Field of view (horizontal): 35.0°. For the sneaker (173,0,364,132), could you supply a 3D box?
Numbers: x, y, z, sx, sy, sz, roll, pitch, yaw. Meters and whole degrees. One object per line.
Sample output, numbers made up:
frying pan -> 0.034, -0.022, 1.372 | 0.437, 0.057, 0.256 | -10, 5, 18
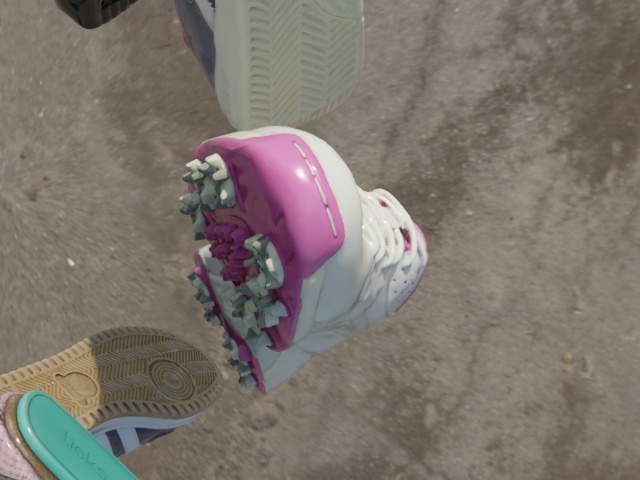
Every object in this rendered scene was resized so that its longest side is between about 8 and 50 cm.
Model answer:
sneaker -> -0.035, -0.207, 0.568 | 0.131, 0.350, 0.148 | -24, 67, -25

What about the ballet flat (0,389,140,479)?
ballet flat -> -0.081, 0.158, 0.464 | 0.221, 0.077, 0.079 | 42, 103, -16

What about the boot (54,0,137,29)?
boot -> -0.142, -0.243, 0.686 | 0.137, 0.077, 0.198 | 38, 52, 8

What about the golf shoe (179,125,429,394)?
golf shoe -> 0.000, 0.000, 0.568 | 0.140, 0.306, 0.115 | -23, 79, -12

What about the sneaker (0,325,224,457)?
sneaker -> -0.207, 0.166, 0.821 | 0.099, 0.282, 0.153 | 46, 119, 20
